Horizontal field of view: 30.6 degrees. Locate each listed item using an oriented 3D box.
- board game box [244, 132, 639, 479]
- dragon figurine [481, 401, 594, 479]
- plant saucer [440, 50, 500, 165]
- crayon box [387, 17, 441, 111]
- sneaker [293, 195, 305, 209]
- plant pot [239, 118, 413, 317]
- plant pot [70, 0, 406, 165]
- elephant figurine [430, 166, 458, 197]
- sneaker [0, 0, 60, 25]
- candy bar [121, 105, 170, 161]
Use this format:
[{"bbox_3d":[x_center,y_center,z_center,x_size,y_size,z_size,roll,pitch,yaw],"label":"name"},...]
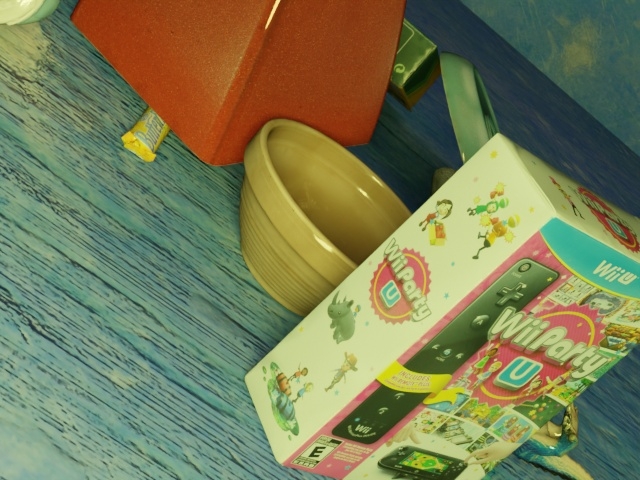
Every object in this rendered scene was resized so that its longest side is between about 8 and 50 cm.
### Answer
[{"bbox_3d":[0.123,0.080,0.965,0.224,0.303,0.097,23,30,-42],"label":"board game box"},{"bbox_3d":[0.178,0.186,1.164,0.289,0.144,0.085,61,18,-9],"label":"dragon figurine"},{"bbox_3d":[0.242,-0.130,1.712,0.317,0.044,0.317,-17,90,-76],"label":"plant saucer"},{"bbox_3d":[0.080,-0.303,1.761,0.203,0.083,0.323,41,4,5],"label":"crayon box"},{"bbox_3d":[-0.008,-0.041,1.298,0.059,0.053,0.144,47,23,2],"label":"sneaker"},{"bbox_3d":[0.000,0.000,1.157,0.237,0.110,0.237,36,25,-19],"label":"plant pot"},{"bbox_3d":[-0.061,-0.265,1.252,0.267,0.236,0.267,-14,51,-47],"label":"plant pot"},{"bbox_3d":[0.193,0.011,1.445,0.239,0.186,0.169,61,26,-76],"label":"elephant figurine"},{"bbox_3d":[-0.390,-0.327,1.086,0.366,0.135,0.150,46,4,-2],"label":"sneaker"},{"bbox_3d":[-0.170,-0.117,1.200,0.040,0.018,0.161,39,21,-11],"label":"candy bar"}]
